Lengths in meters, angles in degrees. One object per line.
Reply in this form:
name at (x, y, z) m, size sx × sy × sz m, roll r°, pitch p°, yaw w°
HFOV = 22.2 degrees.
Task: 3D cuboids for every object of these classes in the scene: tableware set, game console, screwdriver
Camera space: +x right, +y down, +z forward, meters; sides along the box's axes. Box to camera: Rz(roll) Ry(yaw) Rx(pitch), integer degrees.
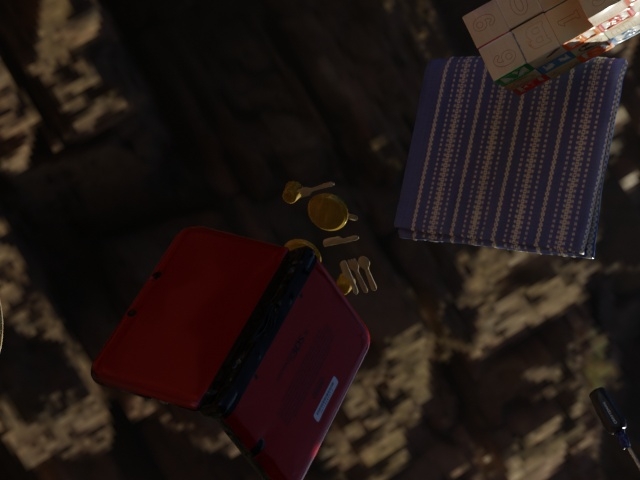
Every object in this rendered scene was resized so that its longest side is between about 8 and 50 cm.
tableware set at (0.000, 0.000, 1.881) m, size 0.154 × 0.104 × 0.024 m, roll 66°, pitch 27°, yaw -22°
game console at (-0.051, 0.073, 1.017) m, size 0.085 × 0.144 × 0.124 m, roll -12°, pitch -55°, yaw 38°
screwdriver at (0.328, 0.230, 1.714) m, size 0.170 × 0.025 × 0.024 m, roll 66°, pitch -29°, yaw 21°

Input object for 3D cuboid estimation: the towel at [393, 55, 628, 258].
towel at (0.229, -0.107, 2.011) m, size 0.336 × 0.040 × 0.243 m, roll 8°, pitch -94°, yaw 50°

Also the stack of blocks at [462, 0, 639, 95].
stack of blocks at (0.314, -0.277, 1.817) m, size 0.087 × 0.297 × 0.171 m, roll 66°, pitch 17°, yaw 12°

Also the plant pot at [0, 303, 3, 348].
plant pot at (-0.401, 0.018, 1.474) m, size 0.254 × 0.237 × 0.237 m, roll -107°, pitch 172°, yaw -64°
